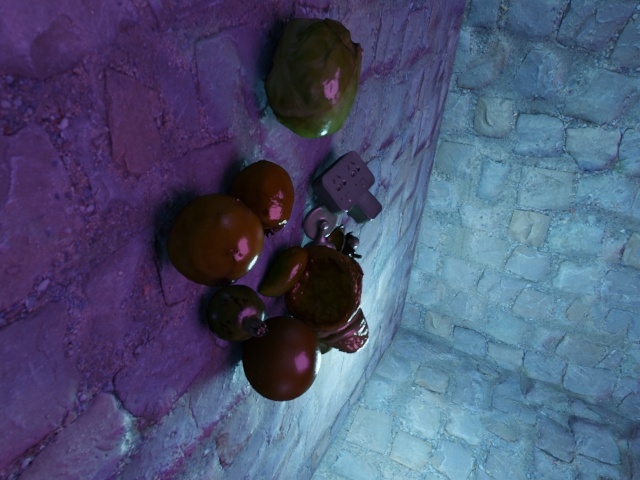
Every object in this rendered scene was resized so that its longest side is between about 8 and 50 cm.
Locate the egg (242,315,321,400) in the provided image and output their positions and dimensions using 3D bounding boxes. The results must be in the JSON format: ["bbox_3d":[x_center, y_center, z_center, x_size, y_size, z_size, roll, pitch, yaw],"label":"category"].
[{"bbox_3d":[-0.139,0.429,1.623,0.282,0.283,0.351,-53,152,-36],"label":"egg"}]

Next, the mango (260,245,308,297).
[{"bbox_3d":[-0.130,0.113,1.622,0.233,0.111,0.125,-46,138,-22],"label":"mango"}]

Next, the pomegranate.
[{"bbox_3d":[-0.235,0.223,1.335,0.180,0.210,0.179,-23,122,-43],"label":"pomegranate"}]

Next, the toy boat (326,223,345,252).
[{"bbox_3d":[0.052,0.032,1.989,0.088,0.089,0.229,5,108,-81],"label":"toy boat"}]

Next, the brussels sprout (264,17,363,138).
[{"bbox_3d":[-0.017,-0.448,1.257,0.328,0.248,0.327,7,90,-78],"label":"brussels sprout"}]

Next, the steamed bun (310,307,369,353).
[{"bbox_3d":[0.058,0.336,1.930,0.373,0.325,0.230,22,89,-44],"label":"steamed bun"}]

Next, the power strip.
[{"bbox_3d":[0.111,-0.186,1.770,0.261,0.141,0.229,51,60,-14],"label":"power strip"}]

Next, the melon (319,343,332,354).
[{"bbox_3d":[0.017,0.466,2.199,0.139,0.139,0.192,8,103,-67],"label":"melon"}]

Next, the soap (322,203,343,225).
[{"bbox_3d":[0.063,-0.164,1.883,0.119,0.067,0.197,7,101,-67],"label":"soap"}]

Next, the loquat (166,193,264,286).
[{"bbox_3d":[-0.252,0.000,1.095,0.235,0.235,0.234,-48,149,-43],"label":"loquat"}]

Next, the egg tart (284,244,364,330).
[{"bbox_3d":[0.016,0.184,1.723,0.129,0.342,0.340,11,98,-66],"label":"egg tart"}]

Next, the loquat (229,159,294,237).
[{"bbox_3d":[-0.162,-0.113,1.248,0.187,0.176,0.233,123,-32,-78],"label":"loquat"}]

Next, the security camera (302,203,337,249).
[{"bbox_3d":[0.000,0.000,1.799,0.157,0.080,0.301,-7,120,-30],"label":"security camera"}]

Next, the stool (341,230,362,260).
[{"bbox_3d":[0.139,0.065,2.185,0.217,0.121,0.125,-66,156,2],"label":"stool"}]
